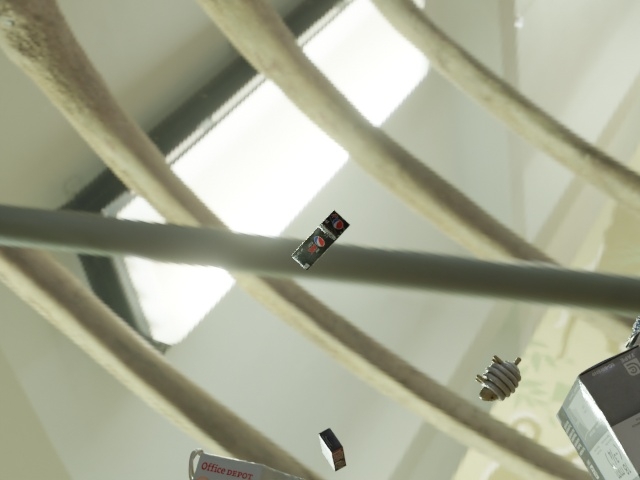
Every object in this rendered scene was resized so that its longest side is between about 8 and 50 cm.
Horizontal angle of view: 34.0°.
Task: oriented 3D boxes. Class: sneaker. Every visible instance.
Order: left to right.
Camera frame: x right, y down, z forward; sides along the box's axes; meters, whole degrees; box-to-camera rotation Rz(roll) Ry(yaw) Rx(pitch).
[{"bbox_3d":[0.580,0.158,1.789,0.190,0.083,0.071,-40,-16,-54],"label":"sneaker"}]

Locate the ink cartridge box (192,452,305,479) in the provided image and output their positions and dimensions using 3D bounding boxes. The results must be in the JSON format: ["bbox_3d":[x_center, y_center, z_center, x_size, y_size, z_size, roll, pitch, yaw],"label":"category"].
[{"bbox_3d":[-0.103,0.388,1.400,0.127,0.128,0.176,33,-115,-44],"label":"ink cartridge box"}]

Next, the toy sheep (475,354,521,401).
[{"bbox_3d":[0.405,0.310,2.354,0.132,0.091,0.091,-47,-35,-9],"label":"toy sheep"}]

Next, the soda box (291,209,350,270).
[{"bbox_3d":[0.000,0.000,2.437,0.060,0.053,0.169,-47,0,-40],"label":"soda box"}]

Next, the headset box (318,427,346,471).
[{"bbox_3d":[0.026,0.458,2.307,0.032,0.062,0.083,-26,-42,-15],"label":"headset box"}]

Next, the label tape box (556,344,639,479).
[{"bbox_3d":[0.479,0.344,1.499,0.105,0.334,0.241,-26,-23,-6],"label":"label tape box"}]

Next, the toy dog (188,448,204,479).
[{"bbox_3d":[-0.197,0.630,2.338,0.220,0.160,0.334,57,-150,-46],"label":"toy dog"}]
